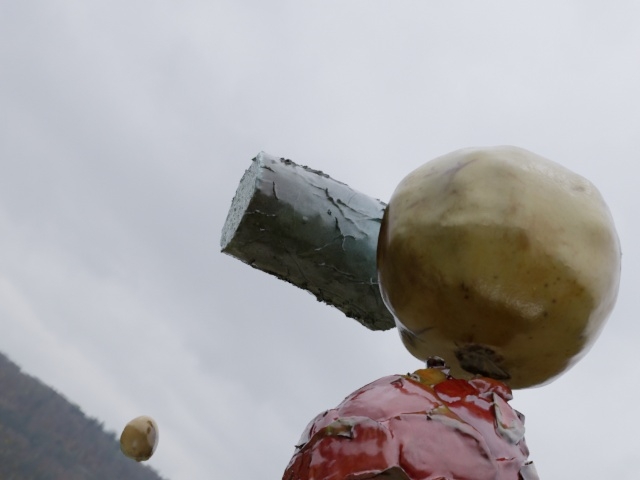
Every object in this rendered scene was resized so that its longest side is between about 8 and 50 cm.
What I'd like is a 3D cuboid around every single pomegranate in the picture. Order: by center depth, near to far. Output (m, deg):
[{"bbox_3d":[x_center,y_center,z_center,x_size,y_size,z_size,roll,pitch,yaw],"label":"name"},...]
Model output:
[{"bbox_3d":[0.233,0.033,1.055,0.332,0.332,0.332,27,-29,16],"label":"pomegranate"}]

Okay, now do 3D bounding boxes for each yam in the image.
[{"bbox_3d":[0.000,0.000,1.396,0.348,0.241,0.241,27,-24,-18],"label":"yam"}]

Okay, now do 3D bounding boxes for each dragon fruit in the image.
[{"bbox_3d":[0.088,0.280,0.831,0.277,0.342,0.277,9,-71,29],"label":"dragon fruit"}]

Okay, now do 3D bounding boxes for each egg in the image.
[{"bbox_3d":[-0.329,0.360,1.446,0.071,0.083,0.071,18,-4,1],"label":"egg"}]
